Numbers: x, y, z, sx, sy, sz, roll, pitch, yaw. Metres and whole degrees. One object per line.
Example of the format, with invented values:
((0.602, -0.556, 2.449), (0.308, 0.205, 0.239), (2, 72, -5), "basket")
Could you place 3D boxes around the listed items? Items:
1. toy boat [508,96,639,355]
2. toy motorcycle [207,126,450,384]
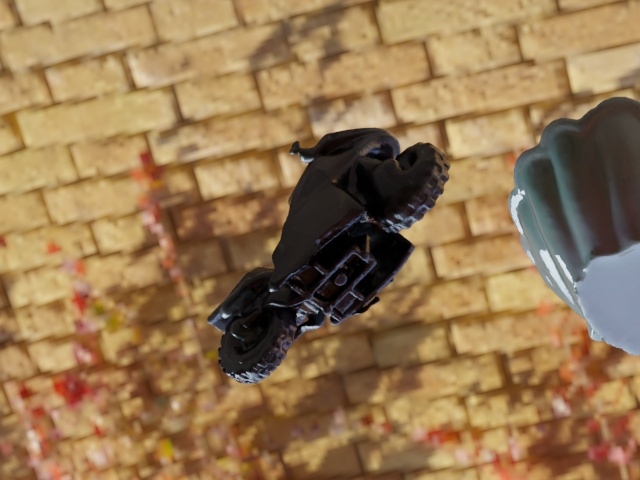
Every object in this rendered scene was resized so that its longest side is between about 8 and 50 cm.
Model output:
((0.264, 0.007, 1.425), (0.199, 0.290, 0.100), (-9, -129, 11), "toy boat")
((0.000, 0.000, 1.490), (0.270, 0.106, 0.159), (-45, -146, 14), "toy motorcycle")
